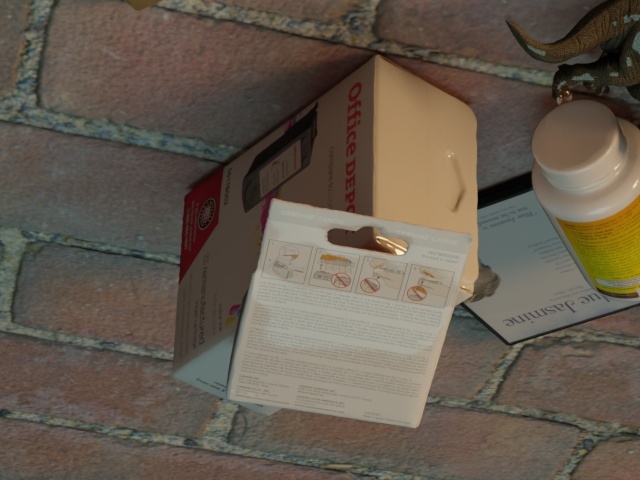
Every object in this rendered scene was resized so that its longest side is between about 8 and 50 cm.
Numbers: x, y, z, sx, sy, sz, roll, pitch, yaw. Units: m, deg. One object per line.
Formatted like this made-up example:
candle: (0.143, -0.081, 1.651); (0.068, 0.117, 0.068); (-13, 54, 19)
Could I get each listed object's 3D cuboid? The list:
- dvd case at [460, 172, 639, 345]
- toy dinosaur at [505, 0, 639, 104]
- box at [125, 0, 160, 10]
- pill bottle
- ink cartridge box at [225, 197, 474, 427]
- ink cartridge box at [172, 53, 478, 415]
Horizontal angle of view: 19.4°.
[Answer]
dvd case: (0.210, 0.026, 1.982); (0.180, 0.022, 0.253); (-21, 139, 30)
toy dinosaur: (0.301, -0.169, 1.639); (0.313, 0.121, 0.160); (25, 128, -22)
box: (-0.126, -0.278, 1.563); (0.201, 0.021, 0.164); (-19, 140, 29)
pill bottle: (0.276, -0.040, 1.797); (0.117, 0.117, 0.215); (-12, 143, 21)
ink cartridge box: (0.023, 0.057, 1.641); (0.181, 0.056, 0.224); (10, 123, -5)
ink cartridge box: (0.000, 0.000, 1.780); (0.131, 0.226, 0.306); (25, 138, -30)
